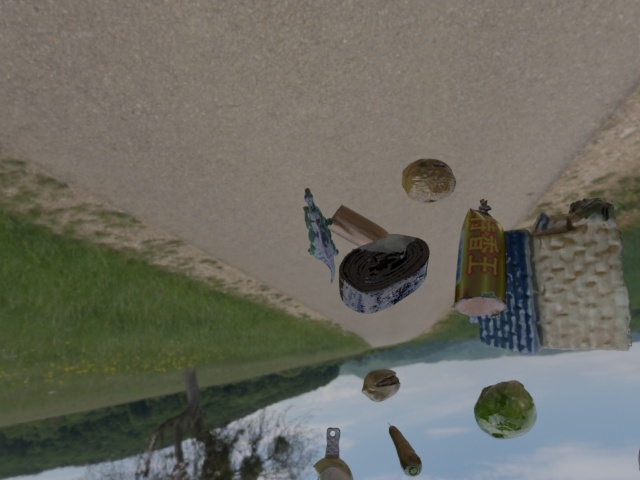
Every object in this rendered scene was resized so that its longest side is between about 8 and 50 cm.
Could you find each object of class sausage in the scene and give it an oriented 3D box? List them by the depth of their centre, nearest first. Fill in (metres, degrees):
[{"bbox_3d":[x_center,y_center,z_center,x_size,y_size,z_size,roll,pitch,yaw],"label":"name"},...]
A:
[{"bbox_3d":[0.410,0.033,1.195,0.125,0.317,0.117,17,153,-5],"label":"sausage"},{"bbox_3d":[0.160,-0.040,1.958,0.253,0.123,0.123,31,164,3],"label":"sausage"}]

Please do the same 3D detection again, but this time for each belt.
[{"bbox_3d":[0.189,0.100,1.421,0.289,0.184,0.164,-23,141,-17],"label":"belt"}]

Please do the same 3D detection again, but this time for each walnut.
[{"bbox_3d":[0.371,-0.201,1.614,0.184,0.155,0.155,-1,164,-12],"label":"walnut"}]

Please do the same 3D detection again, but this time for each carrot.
[{"bbox_3d":[0.303,0.764,1.776,0.078,0.078,0.298,-8,-168,-7],"label":"carrot"}]

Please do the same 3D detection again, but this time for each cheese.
[{"bbox_3d":[0.040,0.835,1.738,0.163,0.286,0.082,1,163,-7],"label":"cheese"}]

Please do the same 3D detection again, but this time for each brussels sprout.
[{"bbox_3d":[0.701,0.643,1.811,0.244,0.244,0.244,-10,166,-2],"label":"brussels sprout"}]

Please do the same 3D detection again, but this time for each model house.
[{"bbox_3d":[0.633,0.095,1.405,0.400,0.394,0.445,-9,-179,23],"label":"model house"}]

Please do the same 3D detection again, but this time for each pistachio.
[{"bbox_3d":[0.213,0.501,1.649,0.149,0.113,0.113,4,160,-37],"label":"pistachio"}]

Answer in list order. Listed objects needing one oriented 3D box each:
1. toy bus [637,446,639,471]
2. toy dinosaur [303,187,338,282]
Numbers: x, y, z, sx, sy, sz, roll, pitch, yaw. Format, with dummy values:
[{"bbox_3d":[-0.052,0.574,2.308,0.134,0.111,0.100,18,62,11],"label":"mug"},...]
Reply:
[{"bbox_3d":[0.944,0.583,1.268,0.174,0.077,0.079,-11,148,26],"label":"toy bus"},{"bbox_3d":[0.000,0.000,1.723,0.130,0.383,0.331,-15,-175,2],"label":"toy dinosaur"}]
